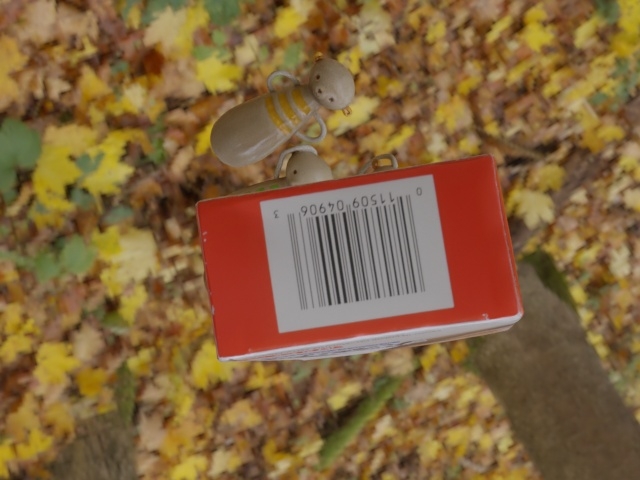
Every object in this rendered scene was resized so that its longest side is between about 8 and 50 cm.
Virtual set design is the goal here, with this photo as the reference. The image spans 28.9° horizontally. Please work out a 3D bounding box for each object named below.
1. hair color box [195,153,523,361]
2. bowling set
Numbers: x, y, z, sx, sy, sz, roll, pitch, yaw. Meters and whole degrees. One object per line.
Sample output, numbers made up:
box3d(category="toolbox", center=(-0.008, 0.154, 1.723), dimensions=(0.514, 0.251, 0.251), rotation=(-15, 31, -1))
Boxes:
box3d(category="hair color box", center=(0.021, 0.013, 0.443), dimensions=(0.093, 0.053, 0.167), rotation=(-9, 175, 7))
box3d(category="bowling set", center=(0.000, 0.000, 1.104), dimensions=(0.154, 0.200, 0.287), rotation=(-27, 104, 27))
